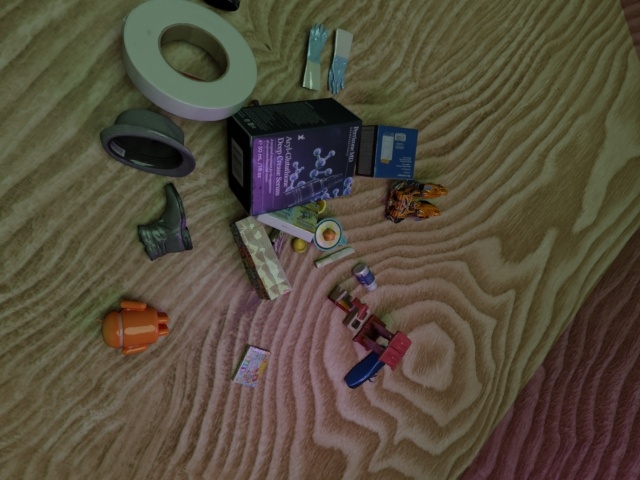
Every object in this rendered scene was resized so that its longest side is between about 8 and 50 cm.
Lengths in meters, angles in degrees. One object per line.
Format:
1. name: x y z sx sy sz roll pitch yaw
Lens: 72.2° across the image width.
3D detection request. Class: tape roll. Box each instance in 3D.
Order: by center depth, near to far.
1. tape roll: -0.382 -0.537 1.302 0.393 0.072 0.391 12 64 -26

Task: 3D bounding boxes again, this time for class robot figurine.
1. robot figurine: -0.620 0.286 1.456 0.220 0.128 0.158 -3 139 -28
2. robot figurine: 0.411 -0.169 1.903 0.291 0.085 0.210 -7 121 -30

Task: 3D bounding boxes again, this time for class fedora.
1. fedora: -0.515 -0.308 1.339 0.276 0.244 0.124 12 67 -24

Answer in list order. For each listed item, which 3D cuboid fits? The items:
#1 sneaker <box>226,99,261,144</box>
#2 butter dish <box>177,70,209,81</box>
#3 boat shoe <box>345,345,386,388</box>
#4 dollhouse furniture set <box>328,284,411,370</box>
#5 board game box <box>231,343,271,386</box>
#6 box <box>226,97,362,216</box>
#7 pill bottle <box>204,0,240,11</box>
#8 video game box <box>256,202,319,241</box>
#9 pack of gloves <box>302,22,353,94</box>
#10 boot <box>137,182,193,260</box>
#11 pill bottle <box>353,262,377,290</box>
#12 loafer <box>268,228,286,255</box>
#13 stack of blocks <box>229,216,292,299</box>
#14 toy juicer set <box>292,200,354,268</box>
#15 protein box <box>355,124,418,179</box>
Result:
1. sneaker: -0.263 -0.402 1.510 0.084 0.070 0.185 13 95 -35
2. butter dish: -0.413 -0.452 1.389 0.160 0.160 0.118 12 121 -26
3. boat shoe: 0.234 0.597 2.006 0.258 0.109 0.089 -34 119 -15
4. dollhouse furniture set: 0.191 0.373 1.870 0.374 0.201 0.152 41 82 -30
5. board game box: -0.274 0.501 1.751 0.104 0.026 0.154 26 89 -30
6. box: -0.094 -0.290 1.485 0.396 0.212 0.293 -16 134 -26
7. pill bottle: -0.291 -0.844 1.355 0.123 0.123 0.219 9 98 -30
8. video game box: -0.110 -0.101 1.564 0.205 0.187 0.048 23 129 -11
9. pack of gloves: 0.018 -0.668 1.624 0.195 0.046 0.231 -1 106 -40
10. boot: -0.527 -0.058 1.451 0.161 0.083 0.246 -14 107 -19
11. pill bottle: 0.196 0.161 1.898 0.067 0.067 0.120 -42 118 -13
12. loafer: -0.168 -0.013 1.665 0.050 0.056 0.147 4 100 -35
13. stack of blocks: -0.224 0.063 1.585 0.087 0.171 0.296 -26 95 -22
14. toy juicer set: 0.000 0.000 1.740 0.209 0.089 0.329 -42 118 -13
15. protein box: 0.266 -0.353 1.768 0.200 0.136 0.201 -2 103 -28
